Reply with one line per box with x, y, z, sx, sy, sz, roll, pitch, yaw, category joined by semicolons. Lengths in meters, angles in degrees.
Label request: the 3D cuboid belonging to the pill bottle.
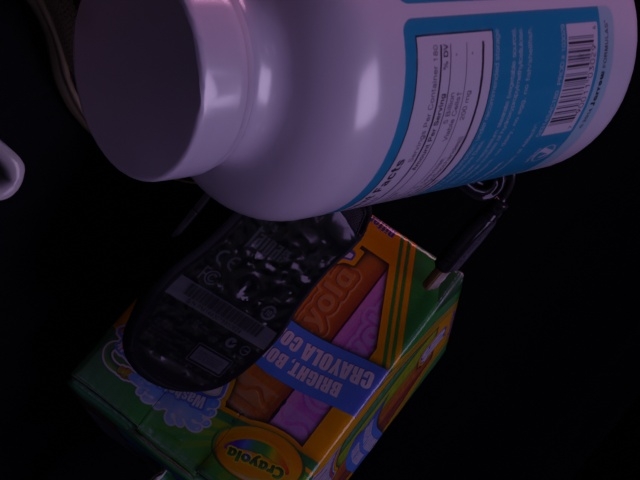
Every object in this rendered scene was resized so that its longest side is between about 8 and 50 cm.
0.021;-0.090;0.550;0.264;0.146;0.146;-12;129;-42;pill bottle

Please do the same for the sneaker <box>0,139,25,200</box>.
-0.208;-0.055;0.533;0.191;0.083;0.071;8;113;-61;sneaker

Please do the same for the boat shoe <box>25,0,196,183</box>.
-0.077;-0.116;0.652;0.123;0.123;0.342;-51;153;-16;boat shoe

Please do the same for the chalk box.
-0.053;0.114;0.850;0.289;0.179;0.180;-52;166;-17;chalk box

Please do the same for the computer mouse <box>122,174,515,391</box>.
0.000;0.000;0.750;0.184;0.060;0.262;28;107;-32;computer mouse
